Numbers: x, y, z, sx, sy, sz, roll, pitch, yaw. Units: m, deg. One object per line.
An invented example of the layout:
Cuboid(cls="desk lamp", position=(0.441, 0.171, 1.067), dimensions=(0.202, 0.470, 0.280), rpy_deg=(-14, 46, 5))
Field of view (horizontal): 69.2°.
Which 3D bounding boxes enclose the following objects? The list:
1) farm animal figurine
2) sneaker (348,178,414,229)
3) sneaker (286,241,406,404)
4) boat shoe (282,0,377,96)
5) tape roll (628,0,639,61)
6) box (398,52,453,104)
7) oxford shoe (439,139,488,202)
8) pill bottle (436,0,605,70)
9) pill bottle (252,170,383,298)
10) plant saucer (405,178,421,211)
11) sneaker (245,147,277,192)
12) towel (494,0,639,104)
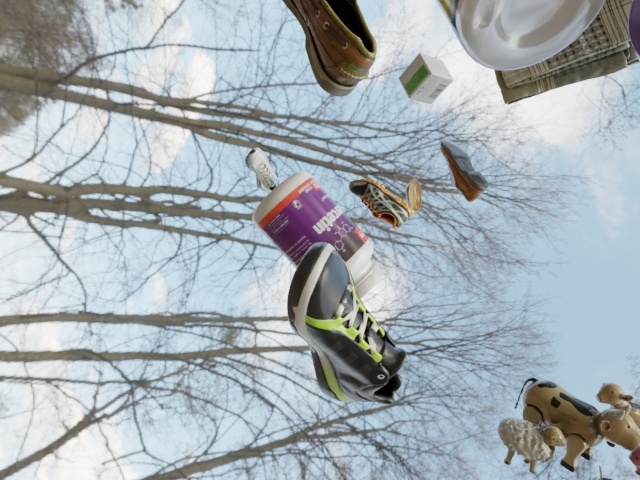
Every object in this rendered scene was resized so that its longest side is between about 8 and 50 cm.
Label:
Cuboid(cls="farm animal figurine", position=(0.572, 0.382, 0.961), dimensions=(0.327, 0.330, 0.172), rpy_deg=(18, -69, 33))
Cuboid(cls="sneaker", position=(0.173, -0.112, 1.402), dimensions=(0.215, 0.084, 0.083), rpy_deg=(31, -111, 11))
Cuboid(cls="sneaker", position=(0.040, 0.093, 0.469), dimensions=(0.097, 0.234, 0.084), rpy_deg=(8, -131, 24))
Cuboid(cls="boat shoe", position=(0.012, -0.395, 0.756), dimensions=(0.104, 0.111, 0.307), rpy_deg=(-34, -102, 53))
Cuboid(cls="tape roll", position=(0.333, -0.165, 0.320), dimensions=(0.189, 0.080, 0.188), rpy_deg=(-30, -135, 35))
Cuboid(cls="box", position=(0.305, -0.467, 1.344), dimensions=(0.101, 0.102, 0.087), rpy_deg=(-46, -126, 43))
Cuboid(cls="oxford shoe", position=(0.369, -0.192, 1.260), dimensions=(0.076, 0.076, 0.212), rpy_deg=(117, -35, -45))
Cuboid(cls="pill bottle", position=(0.148, -0.259, 0.408), dimensions=(0.119, 0.119, 0.208), rpy_deg=(-41, -135, 36))
Cuboid(cls="pill bottle", position=(0.000, 0.000, 1.126), dimensions=(0.323, 0.181, 0.181), rpy_deg=(47, -54, -2))
Cuboid(cls="plant saucer", position=(0.233, -0.113, 1.169), dimensions=(0.015, 0.083, 0.083), rpy_deg=(-3, -94, 33))
Cuboid(cls="sneaker", position=(-0.170, -0.212, 1.454), dimensions=(0.071, 0.190, 0.083), rpy_deg=(-44, -121, -13))
Cuboid(cls="towel", position=(0.521, -0.492, 1.011), dimensions=(0.313, 0.056, 0.323), rpy_deg=(-16, -94, 17))
